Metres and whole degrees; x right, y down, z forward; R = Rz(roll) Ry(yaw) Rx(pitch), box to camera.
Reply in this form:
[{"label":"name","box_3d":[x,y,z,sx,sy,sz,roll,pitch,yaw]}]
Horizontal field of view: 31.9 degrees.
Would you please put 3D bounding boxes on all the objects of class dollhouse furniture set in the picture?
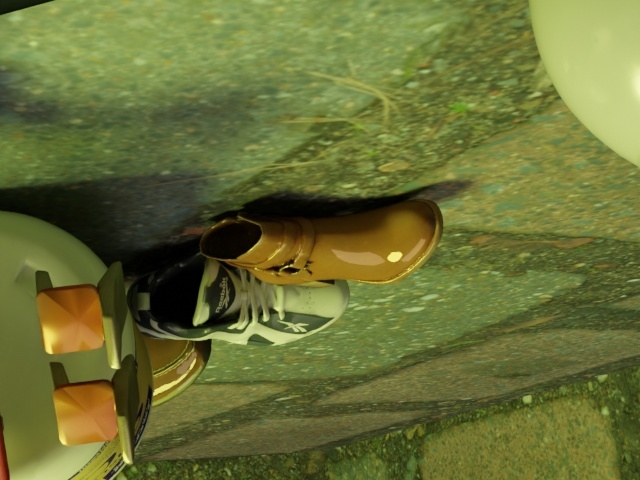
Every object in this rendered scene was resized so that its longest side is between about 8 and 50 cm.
[{"label":"dollhouse furniture set","box_3d":[-0.261,0.059,0.733,0.261,0.259,0.135,-6,-157,-7]}]

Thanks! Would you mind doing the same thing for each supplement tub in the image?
[{"label":"supplement tub","box_3d":[-0.277,0.125,1.017,0.240,0.241,0.331,-6,166,-6]}]

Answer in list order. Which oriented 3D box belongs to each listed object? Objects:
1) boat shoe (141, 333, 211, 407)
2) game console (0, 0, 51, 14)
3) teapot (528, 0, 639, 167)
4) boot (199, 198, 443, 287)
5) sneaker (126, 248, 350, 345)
[{"label":"boat shoe","box_3d":[-0.277,0.142,1.305,0.323,0.123,0.120,-18,158,28]},{"label":"game console","box_3d":[-0.045,-0.136,0.353,0.386,0.060,0.342,-14,179,2]},{"label":"teapot","box_3d":[0.237,-0.098,0.589,0.255,0.187,0.252,-2,163,-23]},{"label":"boot","box_3d":[0.000,0.000,1.033,0.197,0.073,0.152,-23,154,36]},{"label":"sneaker","box_3d":[-0.081,0.059,1.132,0.234,0.094,0.153,4,175,-5]}]
